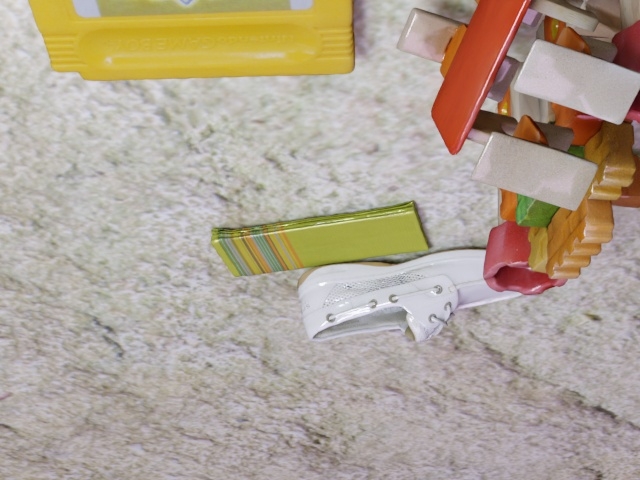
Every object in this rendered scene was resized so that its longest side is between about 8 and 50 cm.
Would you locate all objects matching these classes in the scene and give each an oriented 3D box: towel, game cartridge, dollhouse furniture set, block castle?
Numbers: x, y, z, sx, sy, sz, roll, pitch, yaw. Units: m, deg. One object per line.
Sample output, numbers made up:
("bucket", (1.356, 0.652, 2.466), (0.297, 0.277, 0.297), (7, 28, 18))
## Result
("towel", (0.000, 0.000, 1.615), (0.237, 0.021, 0.102), (-8, 153, 10))
("game cartridge", (-0.114, -0.247, 1.186), (0.285, 0.053, 0.324), (-2, 147, 2))
("dollhouse furniture set", (0.148, -0.193, 1.107), (0.135, 0.262, 0.259), (14, 116, -19))
("block castle", (0.332, -0.068, 1.269), (0.303, 0.213, 0.453), (6, 156, -7))

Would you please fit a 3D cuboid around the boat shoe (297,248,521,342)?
("boat shoe", (0.114, 0.076, 1.650), (0.277, 0.096, 0.098), (-7, 152, 4))
